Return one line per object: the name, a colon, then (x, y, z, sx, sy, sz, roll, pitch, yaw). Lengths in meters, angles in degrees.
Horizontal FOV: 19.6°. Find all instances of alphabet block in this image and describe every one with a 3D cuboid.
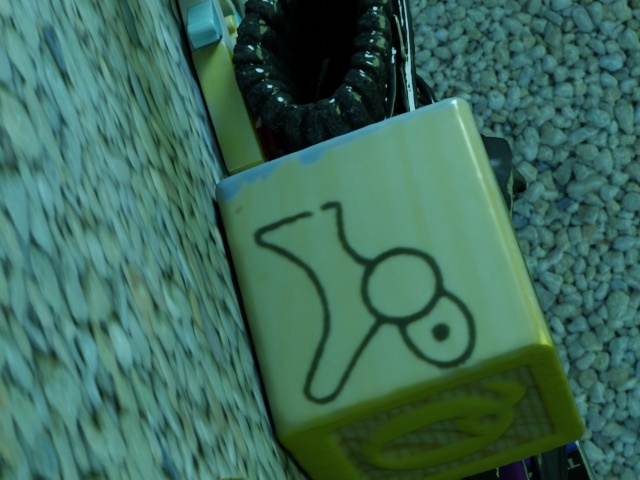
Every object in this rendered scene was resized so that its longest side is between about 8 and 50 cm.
alphabet block: (0.056, 0.050, 1.280, 0.193, 0.192, 0.197, 55, 17, -61)

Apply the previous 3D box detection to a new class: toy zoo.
toy zoo: (-0.058, -0.104, 1.482, 0.293, 0.030, 0.192, 55, 17, -66)

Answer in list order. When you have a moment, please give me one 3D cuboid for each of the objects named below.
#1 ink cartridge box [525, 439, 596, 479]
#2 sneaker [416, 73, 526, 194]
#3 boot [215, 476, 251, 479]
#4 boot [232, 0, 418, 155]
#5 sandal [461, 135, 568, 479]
ink cartridge box: (0.158, 0.224, 1.677, 0.371, 0.176, 0.069, 61, 12, -57)
sneaker: (0.098, -0.093, 1.865, 0.185, 0.202, 0.482, -58, 134, -43)
boot: (-0.007, 0.224, 0.691, 0.211, 0.104, 0.295, 63, 3, -19)
boot: (0.000, -0.185, 1.472, 0.260, 0.131, 0.348, 59, 13, -61)
sandal: (0.136, 0.133, 1.425, 0.167, 0.107, 0.445, 131, -34, -71)
